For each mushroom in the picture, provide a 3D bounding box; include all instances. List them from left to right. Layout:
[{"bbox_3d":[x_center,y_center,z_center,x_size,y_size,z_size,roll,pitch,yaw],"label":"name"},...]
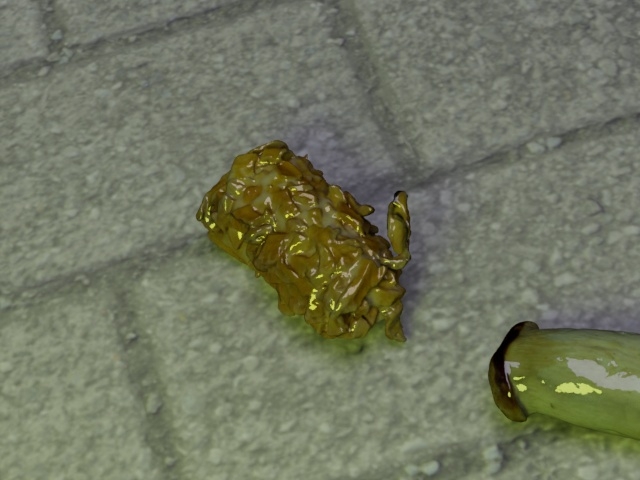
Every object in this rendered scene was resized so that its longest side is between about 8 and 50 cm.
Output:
[{"bbox_3d":[0.319,0.135,1.375,0.333,0.087,0.107,8,51,11],"label":"mushroom"}]

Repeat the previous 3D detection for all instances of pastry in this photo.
[{"bbox_3d":[0.000,0.000,1.508,0.154,0.102,0.250,-39,56,-18],"label":"pastry"}]
